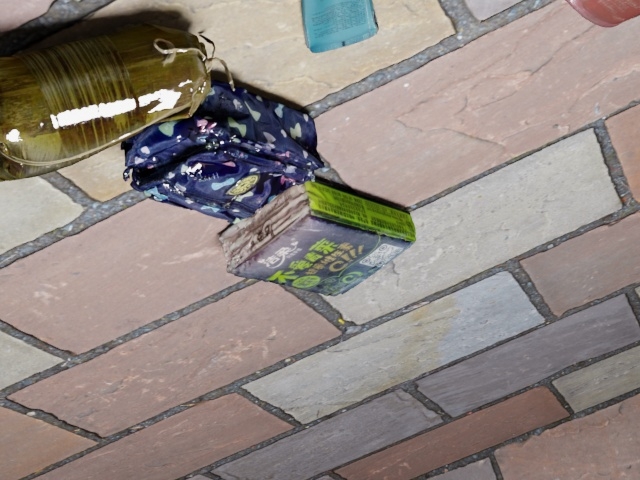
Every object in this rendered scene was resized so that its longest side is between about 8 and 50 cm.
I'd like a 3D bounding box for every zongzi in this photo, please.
[{"bbox_3d":[-0.232,-0.137,1.233,0.247,0.111,0.241,-16,171,-17],"label":"zongzi"}]

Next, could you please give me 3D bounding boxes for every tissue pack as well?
[{"bbox_3d":[0.000,0.000,1.624,0.173,0.073,0.235,-36,147,31],"label":"tissue pack"}]

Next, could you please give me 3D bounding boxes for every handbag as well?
[{"bbox_3d":[-0.115,-0.095,1.344,0.162,0.113,0.260,-25,160,27],"label":"handbag"}]

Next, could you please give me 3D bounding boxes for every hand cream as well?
[{"bbox_3d":[0.015,-0.261,1.201,0.083,0.048,0.224,-17,159,-1],"label":"hand cream"}]

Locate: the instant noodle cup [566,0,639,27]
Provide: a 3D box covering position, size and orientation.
[{"bbox_3d":[0.303,-0.318,1.082,0.234,0.235,0.178,12,149,-44],"label":"instant noodle cup"}]
